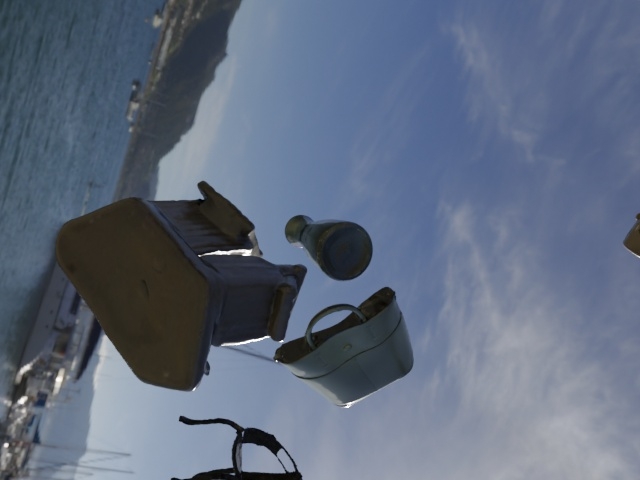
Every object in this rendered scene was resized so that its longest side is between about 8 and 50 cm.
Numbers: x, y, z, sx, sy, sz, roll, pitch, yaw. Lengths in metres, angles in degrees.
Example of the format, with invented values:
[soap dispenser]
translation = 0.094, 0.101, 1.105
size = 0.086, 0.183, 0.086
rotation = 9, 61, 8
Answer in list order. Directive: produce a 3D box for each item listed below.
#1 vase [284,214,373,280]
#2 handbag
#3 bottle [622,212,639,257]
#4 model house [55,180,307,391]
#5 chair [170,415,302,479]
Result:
[vase]
translation = 0.000, 0.000, 0.915
size = 0.214, 0.086, 0.086
rotation = 24, -82, 68
[handbag]
translation = 0.046, 0.182, 1.075
size = 0.241, 0.315, 0.109
rotation = -30, -132, 1
[bottle]
translation = 0.641, -0.035, 1.080
size = 0.099, 0.098, 0.152
rotation = -116, -135, -62
[model house]
translation = -0.122, 0.026, 0.579
size = 0.229, 0.188, 0.122
rotation = 41, -58, 27
[chair]
translation = -0.118, 0.374, 0.910
size = 0.174, 0.213, 0.149
rotation = -103, -162, -62
